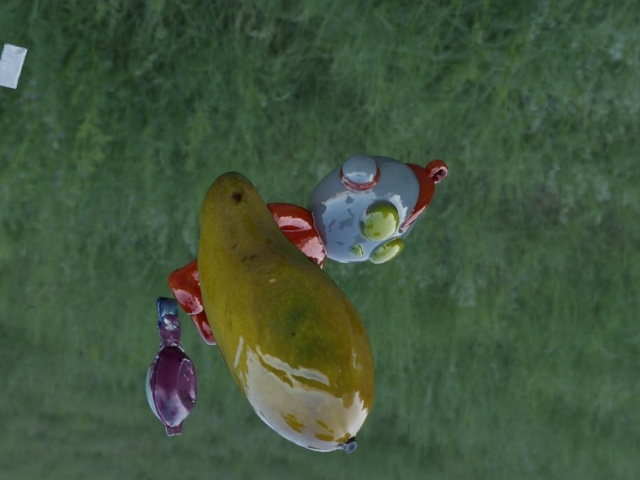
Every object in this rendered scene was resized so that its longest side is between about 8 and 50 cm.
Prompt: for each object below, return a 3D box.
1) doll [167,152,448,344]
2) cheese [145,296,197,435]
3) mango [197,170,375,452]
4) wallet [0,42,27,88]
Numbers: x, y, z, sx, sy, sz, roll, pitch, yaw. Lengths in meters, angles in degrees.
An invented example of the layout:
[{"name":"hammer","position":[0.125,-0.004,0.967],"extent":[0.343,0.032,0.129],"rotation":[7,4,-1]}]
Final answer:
[{"name":"doll","position":[0.000,0.000,0.892],"extent":[0.337,0.105,0.199],"rotation":[-30,145,-9]},{"name":"cheese","position":[-0.158,0.132,0.846],"extent":[0.038,0.145,0.095],"rotation":[-6,170,14]},{"name":"mango","position":[-0.028,0.043,0.470],"extent":[0.075,0.190,0.098],"rotation":[-8,137,-34]},{"name":"wallet","position":[-0.592,-0.332,1.527],"extent":[0.044,0.083,0.011],"rotation":[8,-157,-43]}]
